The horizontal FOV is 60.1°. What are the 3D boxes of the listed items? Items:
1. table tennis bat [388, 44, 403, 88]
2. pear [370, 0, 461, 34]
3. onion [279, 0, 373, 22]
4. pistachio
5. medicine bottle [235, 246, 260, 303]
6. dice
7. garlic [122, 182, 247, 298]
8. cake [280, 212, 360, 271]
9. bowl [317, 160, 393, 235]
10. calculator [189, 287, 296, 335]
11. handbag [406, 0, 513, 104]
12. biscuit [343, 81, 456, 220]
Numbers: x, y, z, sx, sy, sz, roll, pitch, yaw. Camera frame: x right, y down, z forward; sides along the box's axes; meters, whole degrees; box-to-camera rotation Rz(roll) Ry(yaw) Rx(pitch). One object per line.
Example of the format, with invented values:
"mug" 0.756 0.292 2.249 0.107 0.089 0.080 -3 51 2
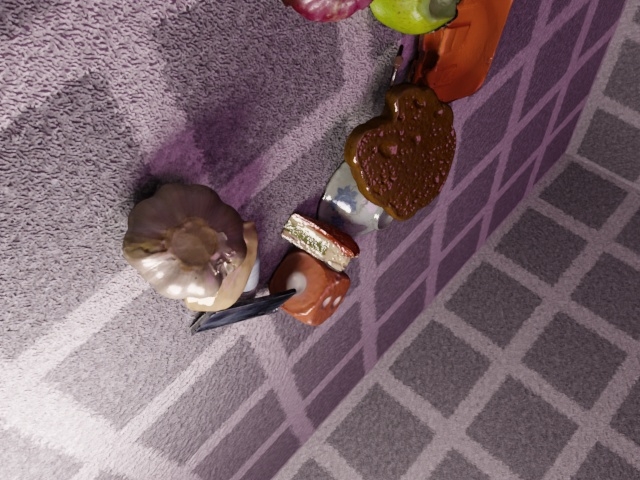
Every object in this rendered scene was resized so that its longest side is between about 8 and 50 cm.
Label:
"table tennis bat" 0.138 -0.441 1.352 0.170 0.119 0.107 -69 173 -79
"pear" 0.219 -0.589 1.137 0.292 0.159 0.292 -36 148 -28
"onion" -0.001 -0.463 0.911 0.200 0.201 0.207 -50 168 -8
"pistachio" -0.222 0.045 1.189 0.229 0.157 0.157 -64 153 5
"medicine bottle" -0.192 0.084 1.364 0.083 0.083 0.203 -36 154 -31
"dice" -0.028 0.134 1.600 0.175 0.174 0.179 -56 153 3
"garlic" -0.255 -0.002 1.042 0.228 0.228 0.152 -40 -166 -26
"cake" 0.010 0.012 1.500 0.220 0.116 0.086 20 113 -43
"bowl" 0.145 -0.113 1.615 0.313 0.146 0.313 -38 151 -26
"calculator" -0.194 0.182 1.428 0.262 0.021 0.161 -10 158 -40
"handbag" 0.377 -0.566 1.486 0.303 0.116 0.410 -27 144 -37
"biscuit" 0.215 -0.230 1.454 0.381 0.074 0.358 8 105 -38
